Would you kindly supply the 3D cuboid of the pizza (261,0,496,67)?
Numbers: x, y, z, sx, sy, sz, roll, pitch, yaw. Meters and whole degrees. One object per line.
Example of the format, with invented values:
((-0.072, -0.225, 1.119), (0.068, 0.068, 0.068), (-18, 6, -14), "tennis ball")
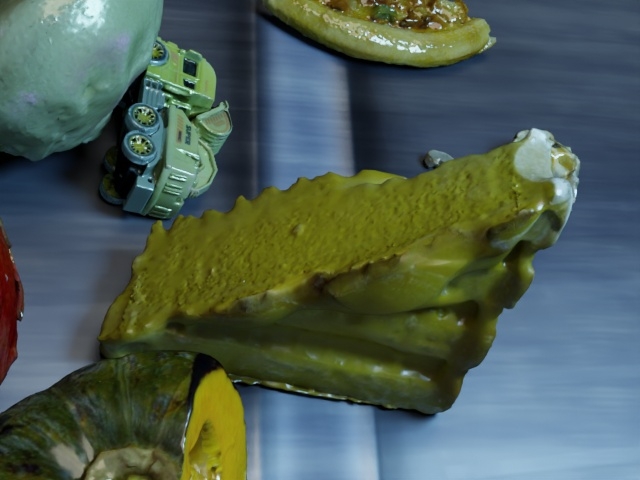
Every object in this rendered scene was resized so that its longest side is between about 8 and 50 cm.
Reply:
((0.072, -0.286, 1.650), (0.292, 0.058, 0.197), (10, 47, -14), "pizza")

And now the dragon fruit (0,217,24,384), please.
((-0.369, 0.027, 1.048), (0.277, 0.277, 0.342), (-29, 71, -38), "dragon fruit")

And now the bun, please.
((-0.251, -0.179, 1.318), (0.179, 0.283, 0.283), (45, 39, -27), "bun")

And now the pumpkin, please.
((-0.177, 0.239, 1.012), (0.232, 0.242, 0.325), (-5, 37, 14), "pumpkin")

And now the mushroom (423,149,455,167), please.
((0.147, -0.061, 1.508), (0.049, 0.019, 0.101), (-17, 58, -32), "mushroom")

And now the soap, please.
((0.000, 0.000, 1.200), (0.338, 0.304, 0.169), (11, 44, -13), "soap")

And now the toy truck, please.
((-0.148, -0.107, 1.387), (0.116, 0.085, 0.191), (18, 48, -20), "toy truck")

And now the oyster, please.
((0.235, -0.073, 1.535), (0.121, 0.045, 0.146), (-1, 58, -26), "oyster")
